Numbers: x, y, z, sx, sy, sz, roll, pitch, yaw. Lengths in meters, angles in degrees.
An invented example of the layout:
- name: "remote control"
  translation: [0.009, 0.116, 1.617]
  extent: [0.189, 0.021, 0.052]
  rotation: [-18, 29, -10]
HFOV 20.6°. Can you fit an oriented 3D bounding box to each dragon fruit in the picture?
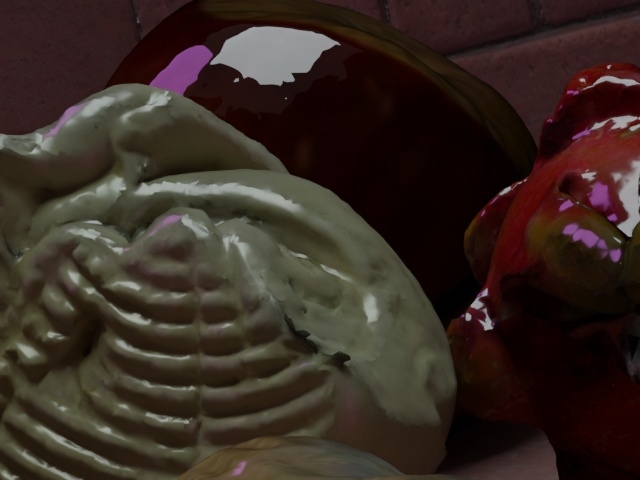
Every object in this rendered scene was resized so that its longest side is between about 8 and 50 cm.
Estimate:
- name: "dragon fruit"
  translation: [0.188, 0.026, 0.845]
  extent: [0.243, 0.227, 0.307]
  rotation: [-15, 11, -27]

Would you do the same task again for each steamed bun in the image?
- name: "steamed bun"
  translation: [-0.080, 0.072, 0.875]
  extent: [0.320, 0.275, 0.206]
  rotation: [32, 12, 27]

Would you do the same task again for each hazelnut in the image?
- name: "hazelnut"
  translation: [0.000, 0.000, 1.251]
  extent: [0.359, 0.359, 0.409]
  rotation: [-10, 8, 20]

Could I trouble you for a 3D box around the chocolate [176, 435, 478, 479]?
- name: "chocolate"
  translation: [0.018, 0.128, 0.538]
  extent: [0.134, 0.134, 0.309]
  rotation: [-12, 2, -13]
